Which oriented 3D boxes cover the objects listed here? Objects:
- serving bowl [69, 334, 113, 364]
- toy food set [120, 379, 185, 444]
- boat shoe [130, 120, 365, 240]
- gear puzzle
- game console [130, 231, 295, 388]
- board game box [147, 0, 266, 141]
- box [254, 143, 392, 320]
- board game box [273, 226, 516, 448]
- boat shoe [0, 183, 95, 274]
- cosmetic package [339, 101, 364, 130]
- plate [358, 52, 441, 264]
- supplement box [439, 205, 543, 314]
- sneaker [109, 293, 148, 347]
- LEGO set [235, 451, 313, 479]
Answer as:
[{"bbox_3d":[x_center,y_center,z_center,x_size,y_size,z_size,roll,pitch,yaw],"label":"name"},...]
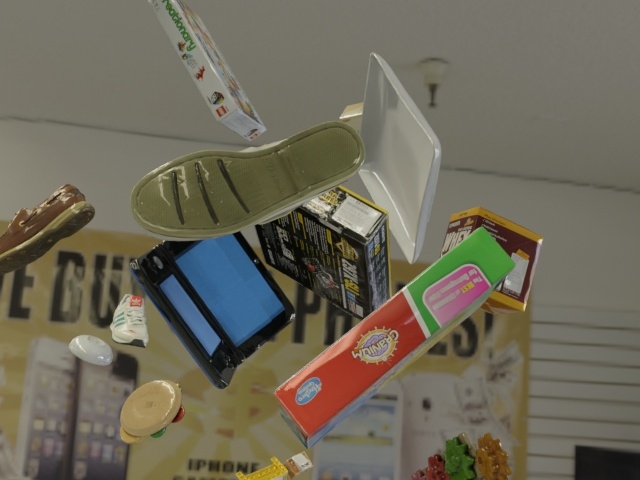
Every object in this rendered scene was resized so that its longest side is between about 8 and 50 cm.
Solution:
[{"bbox_3d":[-0.420,0.197,1.637,0.083,0.027,0.083,25,10,-5],"label":"serving bowl"},{"bbox_3d":[-0.200,0.202,1.057,0.082,0.083,0.020,-16,-51,11],"label":"toy food set"},{"bbox_3d":[-0.091,-0.063,1.131,0.302,0.113,0.103,-16,-10,-15],"label":"boat shoe"},{"bbox_3d":[0.224,0.415,1.435,0.044,0.176,0.339,-9,-30,-24],"label":"gear puzzle"},{"bbox_3d":[-0.199,0.102,1.727,0.173,0.293,0.250,-35,5,6],"label":"game console"},{"bbox_3d":[-0.231,-0.359,1.830,0.053,0.305,0.193,-32,-11,9],"label":"board game box"},{"bbox_3d":[0.000,0.000,1.558,0.257,0.079,0.322,28,-23,20],"label":"box"},{"bbox_3d":[0.086,0.133,1.125,0.316,0.064,0.242,-38,-13,-10],"label":"board game box"},{"bbox_3d":[-0.405,-0.014,1.247,0.178,0.060,0.064,-35,-14,-8],"label":"boat shoe"},{"bbox_3d":[0.107,-0.283,1.997,0.115,0.060,0.041,-8,-54,31],"label":"cosmetic package"},{"bbox_3d":[0.141,-0.146,1.558,0.045,0.277,0.278,-11,-42,-15],"label":"plate"},{"bbox_3d":[0.396,0.051,2.110,0.191,0.194,0.129,23,-16,-18],"label":"supplement box"},{"bbox_3d":[-0.339,0.139,1.584,0.057,0.075,0.161,12,5,-22],"label":"sneaker"},{"bbox_3d":[-0.117,0.516,1.693,0.132,0.107,0.287,13,28,13],"label":"LEGO set"}]
